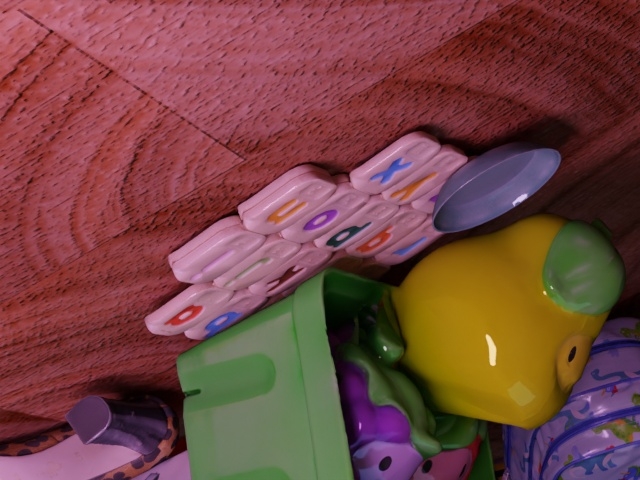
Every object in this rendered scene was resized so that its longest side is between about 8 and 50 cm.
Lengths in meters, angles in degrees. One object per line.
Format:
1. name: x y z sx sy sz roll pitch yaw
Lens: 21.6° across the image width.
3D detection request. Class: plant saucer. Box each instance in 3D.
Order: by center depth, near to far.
1. plant saucer: 0.139 -0.048 1.365 0.119 0.021 0.119 -24 159 -10

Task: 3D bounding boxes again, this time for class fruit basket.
1. fruit basket: 0.104 0.138 1.452 0.392 0.283 0.392 -8 168 -2

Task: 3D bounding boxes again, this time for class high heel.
1. high heel: -0.253 0.226 1.534 0.261 0.093 0.186 -33 162 11

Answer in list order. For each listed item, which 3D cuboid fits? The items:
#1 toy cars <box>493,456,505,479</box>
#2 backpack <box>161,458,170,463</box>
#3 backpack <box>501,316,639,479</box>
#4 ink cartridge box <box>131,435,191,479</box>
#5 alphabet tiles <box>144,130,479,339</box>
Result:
1. toy cars: 0.340 0.267 2.335 0.176 0.087 0.393 29 115 -23
2. backpack: -0.166 0.283 1.782 0.098 0.101 0.120 -17 157 -44
3. backpack: 0.364 0.253 2.116 0.290 0.273 0.355 -9 123 2
4. ink cartridge box: -0.199 0.264 1.603 0.275 0.060 0.239 -29 -154 27
5. alphabet tiles: 0.000 0.000 1.362 0.278 0.021 0.284 -36 159 19
